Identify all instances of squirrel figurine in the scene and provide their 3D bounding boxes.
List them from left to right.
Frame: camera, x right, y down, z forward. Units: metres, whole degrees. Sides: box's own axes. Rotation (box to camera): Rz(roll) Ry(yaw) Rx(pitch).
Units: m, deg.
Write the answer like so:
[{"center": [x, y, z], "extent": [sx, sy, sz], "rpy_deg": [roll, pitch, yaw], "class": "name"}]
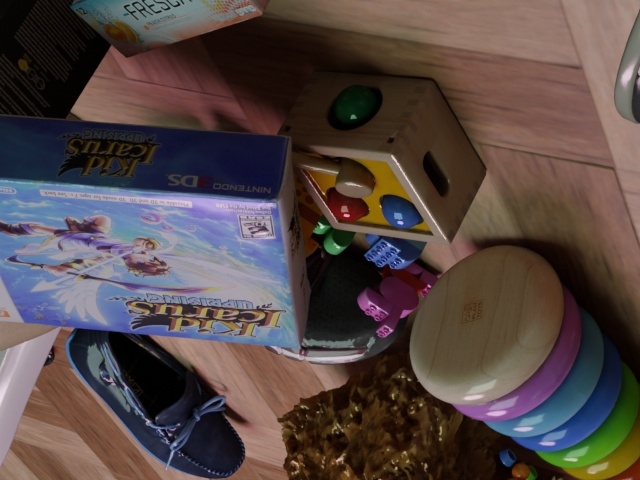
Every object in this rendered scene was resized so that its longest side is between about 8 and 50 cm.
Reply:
[{"center": [0.100, 0.304, 1.641], "extent": [0.397, 0.281, 0.370], "rpy_deg": [63, -179, -10], "class": "squirrel figurine"}]

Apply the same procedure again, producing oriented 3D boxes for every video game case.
[{"center": [-0.150, -0.003, 1.334], "extent": [0.270, 0.061, 0.244], "rpy_deg": [5, 153, 6], "class": "video game case"}]

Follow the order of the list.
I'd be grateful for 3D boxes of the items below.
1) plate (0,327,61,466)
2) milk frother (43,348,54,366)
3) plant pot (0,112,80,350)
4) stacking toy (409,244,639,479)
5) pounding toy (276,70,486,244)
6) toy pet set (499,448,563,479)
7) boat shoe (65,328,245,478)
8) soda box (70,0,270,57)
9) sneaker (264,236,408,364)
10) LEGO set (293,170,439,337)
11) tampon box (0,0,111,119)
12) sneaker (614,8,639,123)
[{"center": [-0.442, 0.099, 1.970], "extent": [0.278, 0.045, 0.277], "rpy_deg": [28, 113, 3], "class": "plate"}, {"center": [-0.388, 0.151, 2.108], "extent": [0.143, 0.134, 0.129], "rpy_deg": [43, 152, -29], "class": "milk frother"}, {"center": [-0.320, -0.004, 1.676], "extent": [0.284, 0.191, 0.284], "rpy_deg": [23, 155, 11], "class": "plant pot"}, {"center": [0.223, 0.140, 1.481], "extent": [0.141, 0.141, 0.330], "rpy_deg": [0, 149, 47], "class": "stacking toy"}, {"center": [0.025, -0.061, 1.310], "extent": [0.130, 0.100, 0.141], "rpy_deg": [8, 149, 36], "class": "pounding toy"}, {"center": [0.222, 0.232, 1.499], "extent": [0.065, 0.114, 0.122], "rpy_deg": [-36, 126, 25], "class": "toy pet set"}, {"center": [-0.180, 0.188, 2.000], "extent": [0.258, 0.109, 0.089], "rpy_deg": [38, 150, -24], "class": "boat shoe"}, {"center": [-0.100, -0.184, 1.257], "extent": [0.063, 0.058, 0.183], "rpy_deg": [42, 151, -27], "class": "soda box"}, {"center": [-0.064, 0.006, 1.533], "extent": [0.281, 0.106, 0.162], "rpy_deg": [17, 150, 25], "class": "sneaker"}, {"center": [0.000, 0.000, 1.454], "extent": [0.227, 0.093, 0.087], "rpy_deg": [33, 149, -8], "class": "LEGO set"}, {"center": [-0.257, -0.143, 1.378], "extent": [0.120, 0.161, 0.101], "rpy_deg": [4, 145, 40], "class": "tampon box"}, {"center": [0.241, -0.118, 0.994], "extent": [0.118, 0.083, 0.222], "rpy_deg": [23, 154, 10], "class": "sneaker"}]
